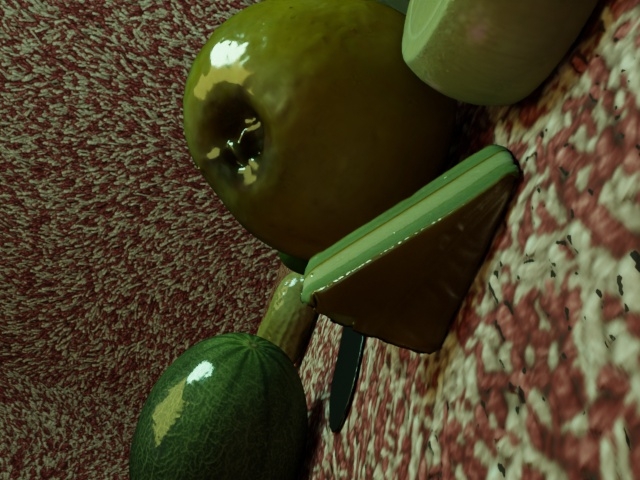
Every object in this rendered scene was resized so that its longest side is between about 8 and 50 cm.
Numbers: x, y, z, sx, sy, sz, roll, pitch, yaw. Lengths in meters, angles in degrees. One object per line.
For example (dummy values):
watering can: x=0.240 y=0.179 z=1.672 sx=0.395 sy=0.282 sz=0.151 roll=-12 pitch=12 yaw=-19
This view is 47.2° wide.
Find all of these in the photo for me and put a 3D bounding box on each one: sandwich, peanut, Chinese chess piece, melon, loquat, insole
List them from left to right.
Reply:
melon: x=-0.139 y=0.275 z=1.012 sx=0.237 sy=0.237 sz=0.302 roll=-100 pitch=28 yaw=-79
peanut: x=-0.062 y=0.153 z=1.406 sx=0.108 sy=0.095 sz=0.226 roll=-77 pitch=8 yaw=-68
loquat: x=0.010 y=-0.120 z=0.743 sx=0.275 sy=0.274 sz=0.275 roll=-162 pitch=90 yaw=-85
insole: x=0.045 y=0.100 z=0.963 sx=0.348 sy=0.009 sz=0.119 roll=-79 pitch=10 yaw=-52
sandwich: x=0.064 y=-0.010 z=0.563 sx=0.079 sy=0.113 sz=0.163 roll=-83 pitch=13 yaw=-65
Chinese chess piece: x=0.145 y=-0.228 z=0.555 sx=0.251 sy=0.097 sz=0.251 roll=-162 pitch=90 yaw=-84

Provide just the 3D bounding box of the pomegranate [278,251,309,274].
pomegranate: x=0.000 y=0.000 z=1.212 sx=0.191 sy=0.130 sz=0.152 roll=72 pitch=-156 yaw=-59

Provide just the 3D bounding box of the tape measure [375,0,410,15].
tape measure: x=0.022 y=-0.313 z=0.845 sx=0.164 sy=0.330 sz=0.084 roll=-87 pitch=19 yaw=-77
